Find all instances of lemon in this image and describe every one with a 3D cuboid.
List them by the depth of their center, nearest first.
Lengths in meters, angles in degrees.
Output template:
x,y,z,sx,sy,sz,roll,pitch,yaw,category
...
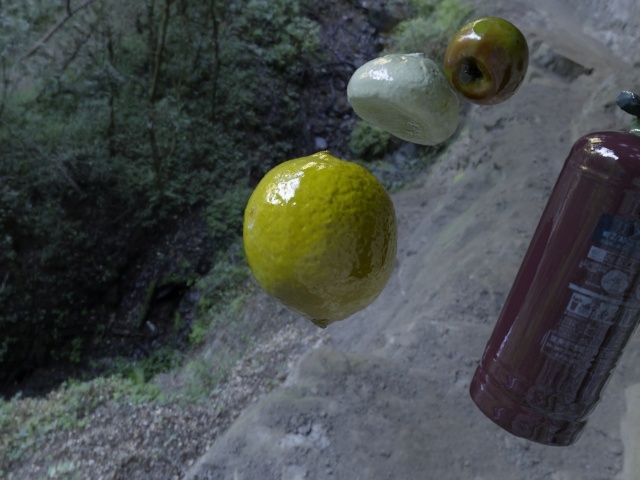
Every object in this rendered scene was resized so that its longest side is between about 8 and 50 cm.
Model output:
x,y,z,sx,sy,sz,roll,pitch,yaw,category
0.000,0.000,0.749,0.178,0.203,0.178,1,3,0,lemon

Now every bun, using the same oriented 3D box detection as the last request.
x,y,z,sx,sy,sz,roll,pitch,yaw,category
0.152,-0.256,1.146,0.222,0.127,0.222,26,0,0,bun

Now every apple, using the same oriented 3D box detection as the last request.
x,y,z,sx,sy,sz,roll,pitch,yaw,category
0.174,-0.186,0.689,0.074,0.089,0.089,-24,56,-41,apple

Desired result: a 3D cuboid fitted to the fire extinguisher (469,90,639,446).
x,y,z,sx,sy,sz,roll,pitch,yaw,category
0.253,0.015,0.589,0.135,0.337,0.114,11,19,-19,fire extinguisher
